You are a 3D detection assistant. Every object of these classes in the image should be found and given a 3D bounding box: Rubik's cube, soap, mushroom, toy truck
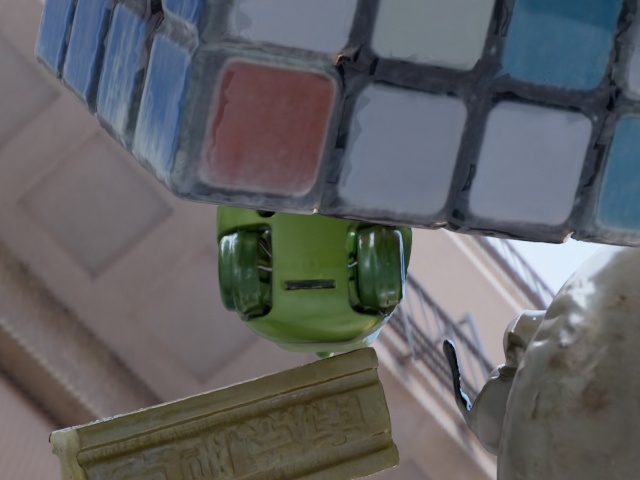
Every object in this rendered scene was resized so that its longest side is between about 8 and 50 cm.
[{"bbox_3d":[0.035,-0.155,0.805,0.253,0.256,0.259,8,-77,-25],"label":"Rubik's cube"},{"bbox_3d":[-0.063,0.148,1.229,0.252,0.037,0.092,-13,-91,-31],"label":"soap"},{"bbox_3d":[0.252,0.143,1.498,0.295,0.362,0.362,18,-66,26],"label":"mushroom"},{"bbox_3d":[-0.001,0.008,1.340,0.148,0.187,0.210,-3,-35,4],"label":"toy truck"}]
